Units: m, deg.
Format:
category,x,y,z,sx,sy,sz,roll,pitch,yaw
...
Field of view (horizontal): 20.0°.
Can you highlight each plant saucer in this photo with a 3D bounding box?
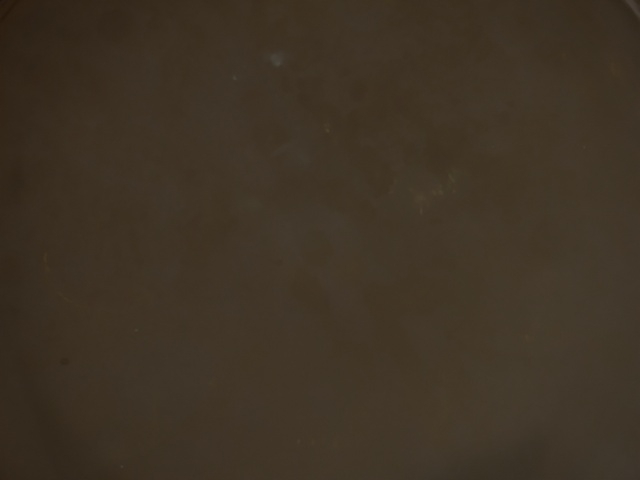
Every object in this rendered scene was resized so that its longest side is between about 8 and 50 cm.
category,x,y,z,sx,sy,sz,roll,pitch,yaw
plant saucer,0.000,0.000,0.504,0.277,0.041,0.278,0,-97,1
